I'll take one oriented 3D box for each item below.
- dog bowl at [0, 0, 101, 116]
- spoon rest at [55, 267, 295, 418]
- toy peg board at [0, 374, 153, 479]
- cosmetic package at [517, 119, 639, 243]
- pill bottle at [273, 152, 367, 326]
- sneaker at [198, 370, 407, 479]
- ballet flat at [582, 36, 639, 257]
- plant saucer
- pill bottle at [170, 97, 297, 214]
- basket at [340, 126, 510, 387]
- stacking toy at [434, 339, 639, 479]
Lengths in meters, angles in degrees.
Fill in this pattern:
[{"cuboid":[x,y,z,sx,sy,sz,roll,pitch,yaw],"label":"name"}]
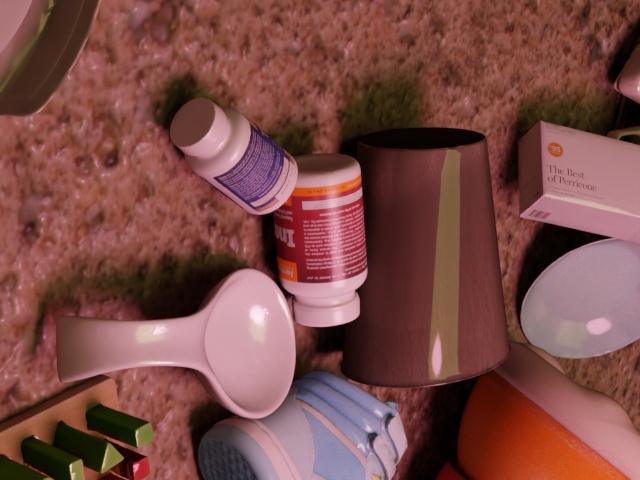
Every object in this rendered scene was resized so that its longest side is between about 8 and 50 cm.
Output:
[{"cuboid":[-0.307,-0.218,1.097,0.348,0.102,0.349,-16,112,-45],"label":"dog bowl"},{"cuboid":[-0.105,0.092,1.414,0.276,0.084,0.137,2,83,-52],"label":"spoon rest"},{"cuboid":[-0.208,0.222,1.356,0.161,0.079,0.161,-25,119,-42],"label":"toy peg board"},{"cuboid":[0.339,-0.057,1.801,0.239,0.060,0.099,11,60,-19],"label":"cosmetic package"},{"cuboid":[0.000,0.000,1.518,0.086,0.086,0.152,-21,114,-44],"label":"pill bottle"},{"cuboid":[0.034,0.271,1.562,0.208,0.127,0.319,-36,106,-40],"label":"sneaker"},{"cuboid":[0.388,-0.139,1.912,0.123,0.123,0.349,12,92,-50],"label":"ballet flat"},{"cuboid":[0.322,0.058,1.888,0.195,0.037,0.195,-8,134,-9],"label":"plant saucer"},{"cuboid":[-0.078,-0.077,1.425,0.120,0.067,0.067,38,72,-47],"label":"pill bottle"},{"cuboid":[0.102,0.009,1.599,0.204,0.154,0.227,-20,112,-49],"label":"basket"},{"cuboid":[0.189,0.379,1.751,0.480,0.350,0.350,-51,137,0],"label":"stacking toy"}]
